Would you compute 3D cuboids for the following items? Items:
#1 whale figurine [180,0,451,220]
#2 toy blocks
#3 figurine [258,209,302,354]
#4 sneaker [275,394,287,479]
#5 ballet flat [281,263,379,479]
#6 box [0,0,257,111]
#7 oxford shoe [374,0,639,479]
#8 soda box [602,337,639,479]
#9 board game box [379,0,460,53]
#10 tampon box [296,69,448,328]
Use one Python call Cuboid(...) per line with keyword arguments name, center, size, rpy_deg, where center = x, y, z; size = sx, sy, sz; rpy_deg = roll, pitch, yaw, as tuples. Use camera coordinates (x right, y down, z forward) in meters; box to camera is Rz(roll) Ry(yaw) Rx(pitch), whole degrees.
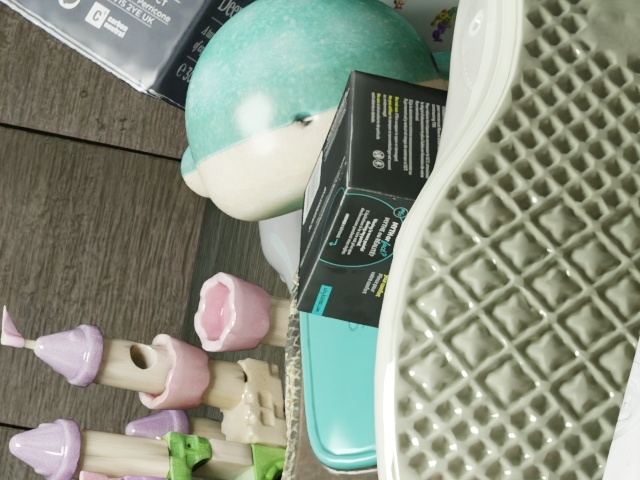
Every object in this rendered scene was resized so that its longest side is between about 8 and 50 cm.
Cuboid(name="whale figurine", center=(-0.001, -0.100, 1.339), size=(0.272, 0.216, 0.141), rpy_deg=(-28, -81, -82))
Cuboid(name="toy blocks", center=(-0.148, 0.209, 1.610), size=(0.309, 0.260, 0.288), rpy_deg=(-42, 46, 46))
Cuboid(name="figurine", center=(0.000, 0.000, 1.874), size=(0.209, 0.092, 0.215), rpy_deg=(-95, 17, -46))
Cuboid(name="sneaker", center=(-0.029, 0.237, 1.755), size=(0.094, 0.081, 0.208), rpy_deg=(112, 166, -57))
Cuboid(name="ballet flat", center=(0.045, 0.183, 1.192), size=(0.483, 0.164, 0.182), rpy_deg=(-81, -29, -42))
Cuboid(name="box", center=(-0.076, -0.314, 1.658), size=(0.395, 0.212, 0.293), rpy_deg=(-58, -15, 3))
Cuboid(name="oxford shoe", center=(0.122, -0.022, 0.942), size=(0.130, 0.169, 0.449), rpy_deg=(105, 176, -62))
Cuboid(name="soda box", center=(0.146, 0.171, 0.737), size=(0.091, 0.098, 0.286), rpy_deg=(-119, 41, -76))
Cuboid(name="board game box", center=(0.106, -0.314, 1.360), size=(0.224, 0.097, 0.303), rpy_deg=(-98, 30, -43))
Cuboid(name="tampon box", center=(0.078, -0.013, 1.163), size=(0.120, 0.161, 0.101), rpy_deg=(113, 165, -46))
